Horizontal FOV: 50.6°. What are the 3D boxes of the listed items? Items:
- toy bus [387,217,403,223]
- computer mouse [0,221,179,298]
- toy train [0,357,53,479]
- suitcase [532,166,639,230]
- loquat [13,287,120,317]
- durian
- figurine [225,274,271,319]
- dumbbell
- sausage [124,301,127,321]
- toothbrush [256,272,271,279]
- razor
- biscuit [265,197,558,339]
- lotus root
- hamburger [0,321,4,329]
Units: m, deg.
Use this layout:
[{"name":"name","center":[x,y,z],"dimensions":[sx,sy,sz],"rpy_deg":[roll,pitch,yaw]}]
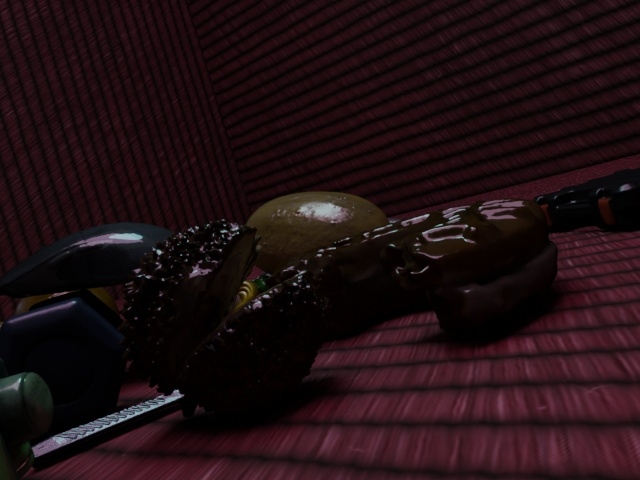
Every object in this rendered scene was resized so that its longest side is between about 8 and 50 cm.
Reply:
[{"name":"toy bus","center":[0.075,0.008,1.132],"dimensions":[0.268,0.106,0.092],"rpy_deg":[4,5,23]},{"name":"computer mouse","center":[-0.358,0.031,0.976],"dimensions":[0.379,0.090,0.167],"rpy_deg":[-10,0,-2]},{"name":"toy train","center":[-0.354,0.173,0.522],"dimensions":[0.271,0.159,0.188],"rpy_deg":[-17,13,-4]},{"name":"suitcase","center":[0.489,-0.072,1.077],"dimensions":[0.206,0.066,0.285],"rpy_deg":[-17,3,-9]},{"name":"loquat","center":[-0.449,0.150,1.200],"dimensions":[0.179,0.179,0.227],"rpy_deg":[-18,7,-22]},{"name":"durian","center":[-0.091,0.083,0.628],"dimensions":[0.196,0.196,0.167],"rpy_deg":[-15,-6,25]},{"name":"figurine","center":[-0.136,0.107,1.061],"dimensions":[0.156,0.095,0.115],"rpy_deg":[-35,-14,-7]},{"name":"dumbbell","center":[-0.329,0.145,0.885],"dimensions":[0.143,0.156,0.316],"rpy_deg":[14,-5,-16]},{"name":"sausage","center":[-0.292,0.127,1.157],"dimensions":[0.087,0.088,0.433],"rpy_deg":[-18,-7,-17]},{"name":"toothbrush","center":[0.020,0.055,1.217],"dimensions":[0.286,0.020,0.025],"rpy_deg":[-5,-28,-28]},{"name":"razor","center":[-0.196,0.176,0.682],"dimensions":[0.190,0.033,0.066],"rpy_deg":[-22,-39,-34]},{"name":"biscuit","center":[0.113,0.034,0.794],"dimensions":[0.268,0.115,0.366],"rpy_deg":[-19,5,-35]},{"name":"lotus root","center":[0.000,-0.003,1.029],"dimensions":[0.303,0.146,0.131],"rpy_deg":[6,-23,27]},{"name":"hamburger","center":[-0.495,0.193,1.028],"dimensions":[0.147,0.083,0.138],"rpy_deg":[-57,-11,2]}]
